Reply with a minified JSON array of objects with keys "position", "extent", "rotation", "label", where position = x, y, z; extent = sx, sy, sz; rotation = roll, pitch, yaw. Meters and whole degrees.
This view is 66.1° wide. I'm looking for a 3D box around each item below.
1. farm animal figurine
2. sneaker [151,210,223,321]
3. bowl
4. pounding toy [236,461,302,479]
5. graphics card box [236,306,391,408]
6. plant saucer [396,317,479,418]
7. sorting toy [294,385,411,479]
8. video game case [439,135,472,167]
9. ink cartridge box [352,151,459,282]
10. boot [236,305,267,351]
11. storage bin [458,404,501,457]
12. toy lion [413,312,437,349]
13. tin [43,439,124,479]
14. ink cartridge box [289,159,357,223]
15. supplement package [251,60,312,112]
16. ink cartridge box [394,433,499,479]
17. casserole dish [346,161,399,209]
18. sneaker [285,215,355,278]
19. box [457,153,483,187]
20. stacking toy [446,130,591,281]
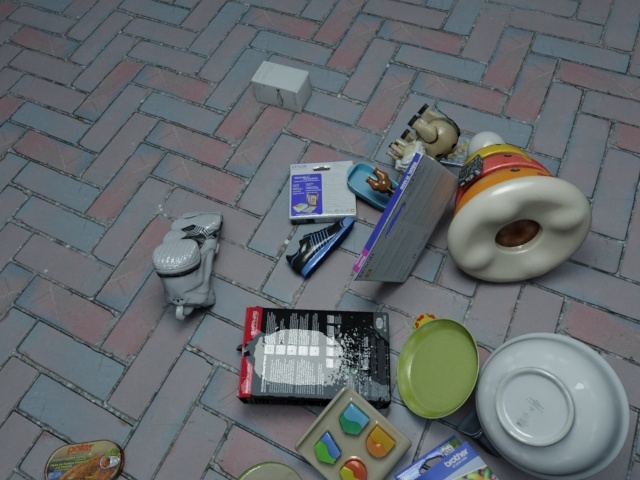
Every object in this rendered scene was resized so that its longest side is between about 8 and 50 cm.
[{"position":[0.297,-0.247,1.394],"extent":[0.172,0.327,0.330],"rotation":[38,69,3],"label":"farm animal figurine"},{"position":[-0.361,0.060,1.404],"extent":[0.137,0.211,0.366],"rotation":[1,27,6],"label":"sneaker"},{"position":[0.437,0.327,0.980],"extent":[0.297,0.134,0.298],"rotation":[-12,70,33],"label":"bowl"},{"position":[-0.117,0.608,1.107],"extent":[0.182,0.110,0.237],"rotation":[-28,91,-22],"label":"pounding toy"},{"position":[-0.011,0.294,1.240],"extent":[0.370,0.094,0.233],"rotation":[1,61,0],"label":"graphics card box"},{"position":[0.286,0.308,1.186],"extent":[0.240,0.037,0.241],"rotation":[-34,40,36],"label":"plant saucer"},{"position":[0.075,0.471,1.124],"extent":[0.208,0.038,0.193],"rotation":[40,87,4],"label":"sorting toy"},{"position":[0.397,-0.296,1.589],"extent":[0.166,0.015,0.119],"rotation":[11,63,12],"label":"video game case"},{"position":[0.206,-0.049,1.224],"extent":[0.071,0.330,0.324],"rotation":[34,102,29],"label":"ink cartridge box"},{"position":[-0.186,0.238,1.338],"extent":[0.106,0.037,0.114],"rotation":[-9,63,-15],"label":"boot"},{"position":[0.403,0.431,1.151],"extent":[0.135,0.098,0.091],"rotation":[-41,93,-16],"label":"storage bin"},{"position":[0.289,0.243,1.295],"extent":[0.095,0.034,0.100],"rotation":[13,63,20],"label":"toy lion"},{"position":[-0.576,0.550,1.206],"extent":[0.189,0.040,0.106],"rotation":[-7,65,1],"label":"tin"},{"position":[0.007,-0.151,1.529],"extent":[0.206,0.045,0.209],"rotation":[-3,61,3],"label":"ink cartridge box"},{"position":[-0.134,-0.538,1.724],"extent":[0.179,0.105,0.105],"rotation":[19,64,16],"label":"supplement package"},{"position":[0.307,0.569,1.036],"extent":[0.185,0.065,0.311],"rotation":[-31,39,-9],"label":"ink cartridge box"},{"position":[0.160,-0.161,1.499],"extent":[0.188,0.037,0.114],"rotation":[34,58,3],"label":"casserole dish"},{"position":[0.000,0.000,1.426],"extent":[0.090,0.081,0.232],"rotation":[39,72,16],"label":"sneaker"},{"position":[0.388,-0.180,1.272],"extent":[0.018,0.067,0.083],"rotation":[40,36,-10],"label":"box"},{"position":[0.494,-0.156,1.379],"extent":[0.349,0.351,0.480],"rotation":[-4,45,3],"label":"stacking toy"}]
